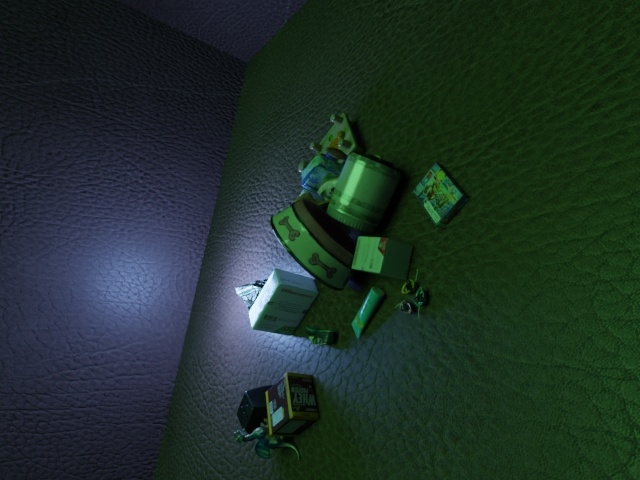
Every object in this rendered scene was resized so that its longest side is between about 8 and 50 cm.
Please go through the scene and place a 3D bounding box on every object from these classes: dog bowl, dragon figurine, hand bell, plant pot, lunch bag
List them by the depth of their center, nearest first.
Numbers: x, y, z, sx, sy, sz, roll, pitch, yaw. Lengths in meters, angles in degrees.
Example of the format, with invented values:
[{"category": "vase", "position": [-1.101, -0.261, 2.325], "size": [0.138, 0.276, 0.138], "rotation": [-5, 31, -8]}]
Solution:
[{"category": "dog bowl", "position": [0.000, 0.000, 1.755], "size": [0.150, 0.408, 0.407], "rotation": [-45, 38, 13]}, {"category": "hand bell", "position": [0.124, -0.334, 1.833], "size": [0.126, 0.242, 0.126], "rotation": [-32, 51, 49]}, {"category": "dragon figurine", "position": [-0.224, 0.863, 1.877], "size": [0.143, 0.289, 0.085], "rotation": [-61, -9, 10]}, {"category": "lunch bag", "position": [0.034, -0.272, 1.976], "size": [0.176, 0.219, 0.090], "rotation": [-42, 37, 43]}, {"category": "plant pot", "position": [-0.273, 0.785, 2.019], "size": [0.188, 0.167, 0.187], "rotation": [38, 109, 57]}]

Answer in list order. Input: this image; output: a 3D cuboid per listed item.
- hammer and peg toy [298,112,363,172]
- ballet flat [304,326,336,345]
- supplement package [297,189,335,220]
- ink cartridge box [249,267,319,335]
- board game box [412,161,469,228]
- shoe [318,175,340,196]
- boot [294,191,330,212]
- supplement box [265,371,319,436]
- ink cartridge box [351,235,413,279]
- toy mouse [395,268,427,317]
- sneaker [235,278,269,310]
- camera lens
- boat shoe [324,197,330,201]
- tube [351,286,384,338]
[{"category": "hammer and peg toy", "position": [0.045, -0.398, 2.111], "size": [0.361, 0.128, 0.265], "rotation": [-48, 40, 36]}, {"category": "ballet flat", "position": [-0.009, 0.407, 1.866], "size": [0.203, 0.074, 0.074], "rotation": [-6, 71, 55]}, {"category": "supplement package", "position": [-0.033, -0.104, 2.081], "size": [0.133, 0.139, 0.243], "rotation": [-53, 37, 32]}, {"category": "ink cartridge box", "position": [-0.172, 0.290, 2.051], "size": [0.289, 0.211, 0.121], "rotation": [-58, 32, 23]}, {"category": "board game box", "position": [0.402, -0.155, 1.495], "size": [0.136, 0.035, 0.201], "rotation": [-54, 35, 29]}, {"category": "shoe", "position": [0.069, -0.229, 1.892], "size": [0.219, 0.077, 0.058], "rotation": [-23, 50, 41]}, {"category": "boot", "position": [-0.035, -0.164, 1.954], "size": [0.197, 0.073, 0.152], "rotation": [-22, 43, 14]}, {"category": "supplement box", "position": [-0.121, 0.688, 1.851], "size": [0.194, 0.129, 0.191], "rotation": [-50, 37, 35]}, {"category": "ink cartridge box", "position": [0.220, 0.061, 1.595], "size": [0.176, 0.128, 0.128], "rotation": [7, 83, 59]}, {"category": "toy mouse", "position": [0.313, 0.202, 1.470], "size": [0.161, 0.031, 0.143], "rotation": [-55, 35, 29]}, {"category": "sneaker", "position": [-0.302, 0.307, 2.379], "size": [0.411, 0.158, 0.181], "rotation": [-12, 97, 55]}, {"category": "camera lens", "position": [0.169, -0.193, 1.714], "size": [0.219, 0.220, 0.274], "rotation": [41, 111, 57]}, {"category": "boat shoe", "position": [0.039, -0.233, 2.115], "size": [0.048, 0.056, 0.152], "rotation": [-42, 43, 28]}, {"category": "tube", "position": [0.172, 0.268, 1.662], "size": [0.080, 0.052, 0.206], "rotation": [-106, 36, -57]}]
